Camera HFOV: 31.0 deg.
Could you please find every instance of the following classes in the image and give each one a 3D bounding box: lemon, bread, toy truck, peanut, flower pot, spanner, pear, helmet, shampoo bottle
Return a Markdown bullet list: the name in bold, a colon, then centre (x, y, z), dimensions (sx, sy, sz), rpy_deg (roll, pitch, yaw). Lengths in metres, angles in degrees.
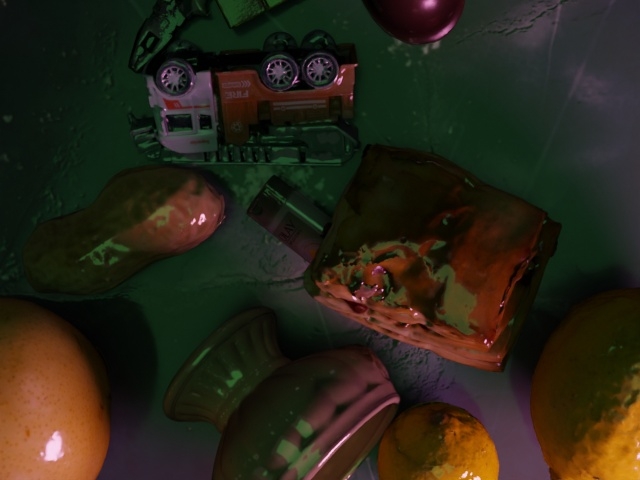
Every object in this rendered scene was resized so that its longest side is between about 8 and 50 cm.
- **lemon**: centre (0.168, 0.323, 1.655), dimensions (0.180, 0.193, 0.180), rpy_deg (-1, 73, 3)
- **bread**: centre (0.173, 0.011, 1.600), dimensions (0.324, 0.167, 0.277), rpy_deg (28, 68, -6)
- **toy truck**: centre (-0.113, -0.191, 1.660), dimensions (0.338, 0.133, 0.184), rpy_deg (-4, 113, 1)
- **peanut**: centre (-0.293, -0.012, 1.682), dimensions (0.313, 0.149, 0.149), rpy_deg (-29, 92, 9)
- **flower pot**: centre (-0.060, 0.240, 1.620), dimensions (0.244, 0.307, 0.307), rpy_deg (41, 95, 16)
- **lemon**: centre (0.425, 0.212, 1.601), dimensions (0.268, 0.268, 0.322), rpy_deg (25, 112, 1)
- **spanner**: centre (-0.184, -0.383, 1.693), dimensions (0.095, 0.040, 0.325), rpy_deg (35, 94, 1)
- **pear**: centre (-0.452, 0.241, 1.600), dimensions (0.348, 0.348, 0.348), rpy_deg (0, 94, 3)
- **helmet**: centre (0.133, -0.366, 1.647), dimensions (0.155, 0.106, 0.175), rpy_deg (-15, 98, 4)
- **shampoo bottle**: centre (0.000, 0.000, 1.694), dimensions (0.227, 0.056, 0.086), rpy_deg (38, 139, -1)

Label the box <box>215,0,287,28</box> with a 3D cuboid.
- **box**: centre (-0.072, -0.402, 1.666), dimensions (0.193, 0.030, 0.121), rpy_deg (-28, 103, -5)
